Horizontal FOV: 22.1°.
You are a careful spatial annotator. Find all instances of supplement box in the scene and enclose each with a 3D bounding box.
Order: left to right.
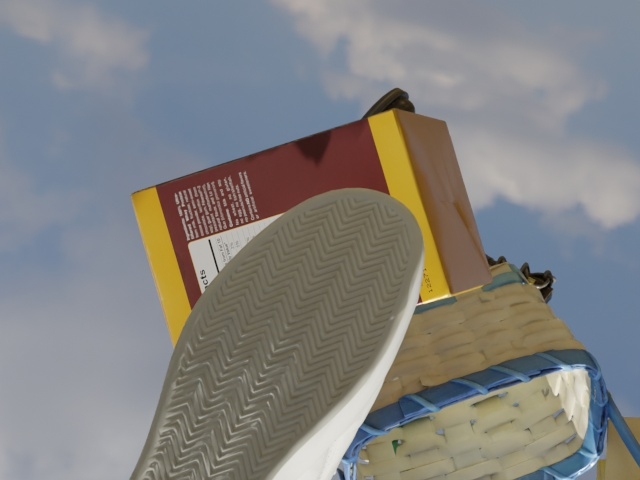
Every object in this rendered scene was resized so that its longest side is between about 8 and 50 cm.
[{"bbox_3d":[0.000,0.000,1.162,0.194,0.129,0.191,-17,177,14],"label":"supplement box"}]

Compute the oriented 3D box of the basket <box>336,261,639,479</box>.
[{"bbox_3d":[0.137,0.178,1.353,0.255,0.201,0.289,-16,-134,-2],"label":"basket"}]

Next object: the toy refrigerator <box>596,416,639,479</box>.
[{"bbox_3d":[0.270,0.278,1.334,0.094,0.102,0.269,0,-137,14],"label":"toy refrigerator"}]

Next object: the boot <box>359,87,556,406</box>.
[{"bbox_3d":[0.117,0.007,1.560,0.229,0.262,0.091,21,-170,19],"label":"boot"}]

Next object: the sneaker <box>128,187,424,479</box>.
[{"bbox_3d":[-0.025,0.118,0.919,0.108,0.292,0.169,28,172,21],"label":"sneaker"}]
